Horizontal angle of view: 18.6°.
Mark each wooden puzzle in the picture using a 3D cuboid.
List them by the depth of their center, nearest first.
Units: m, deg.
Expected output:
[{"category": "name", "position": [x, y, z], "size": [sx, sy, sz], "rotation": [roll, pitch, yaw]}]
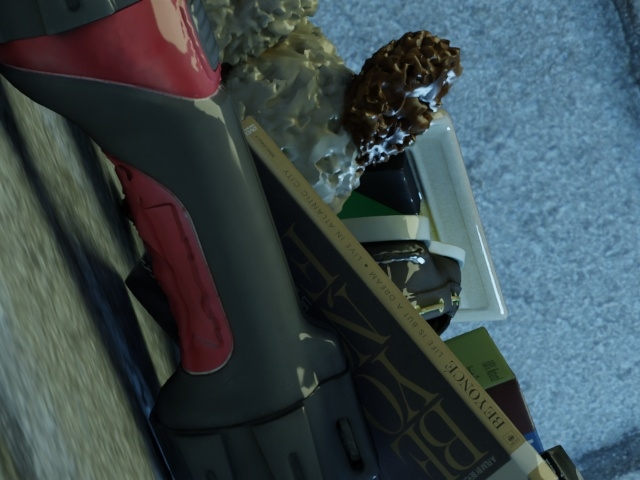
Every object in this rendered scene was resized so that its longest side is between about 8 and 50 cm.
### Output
[{"category": "wooden puzzle", "position": [0.000, 0.000, 1.325], "size": [0.239, 0.221, 0.044], "rotation": [66, 25, -50]}]

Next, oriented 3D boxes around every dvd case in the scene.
[{"category": "dvd case", "position": [0.001, 0.066, 0.956], "size": [0.221, 0.018, 0.164], "rotation": [49, -37, 7]}]

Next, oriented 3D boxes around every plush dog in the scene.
[{"category": "plush dog", "position": [-0.056, -0.103, 1.086], "size": [0.225, 0.262, 0.210], "rotation": [60, 36, -8]}]

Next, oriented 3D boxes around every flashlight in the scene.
[{"category": "flashlight", "position": [-0.073, -0.011, 0.876], "size": [0.103, 0.103, 0.304], "rotation": [12, -54, 50]}]

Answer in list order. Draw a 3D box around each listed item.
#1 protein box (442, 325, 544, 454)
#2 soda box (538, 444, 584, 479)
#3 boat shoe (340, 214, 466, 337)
[{"category": "protein box", "position": [0.074, 0.184, 1.582], "size": [0.200, 0.201, 0.136], "rotation": [-106, 175, -81]}, {"category": "soda box", "position": [0.173, 0.213, 1.228], "size": [0.169, 0.053, 0.060], "rotation": [57, 12, 10]}, {"category": "boat shoe", "position": [0.045, 0.033, 1.196], "size": [0.228, 0.081, 0.069], "rotation": [34, 51, -77]}]
